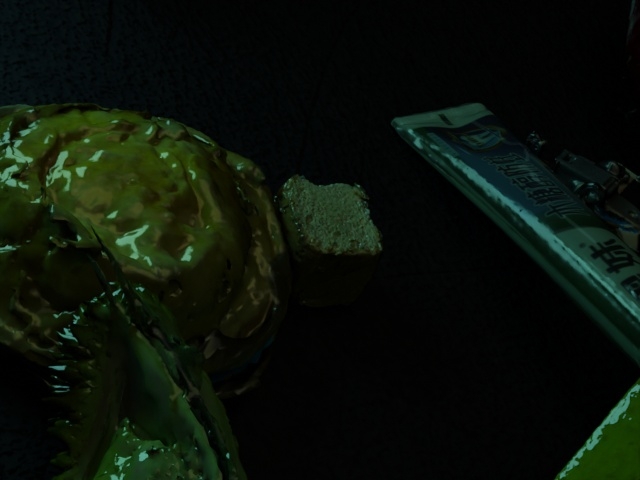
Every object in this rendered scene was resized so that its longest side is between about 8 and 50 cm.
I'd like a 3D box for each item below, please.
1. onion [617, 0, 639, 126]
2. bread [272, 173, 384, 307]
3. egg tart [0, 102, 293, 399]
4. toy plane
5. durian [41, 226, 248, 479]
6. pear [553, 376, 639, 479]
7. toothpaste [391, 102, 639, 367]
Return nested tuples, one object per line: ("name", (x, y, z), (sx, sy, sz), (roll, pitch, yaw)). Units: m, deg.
("onion", (0.445, -0.169, 1.644), (0.314, 0.232, 0.314), (11, 62, -23))
("bread", (-0.002, 0.001, 1.311), (0.076, 0.070, 0.083), (3, 48, -31))
("egg tart", (-0.141, -0.008, 1.200), (0.290, 0.107, 0.291), (15, 45, -16))
("toy plane", (0.215, -0.057, 1.516), (0.188, 0.062, 0.135), (43, 42, 12))
("durian", (-0.064, 0.179, 1.015), (0.158, 0.169, 0.352), (1, 50, -32))
("pear", (0.260, 0.181, 1.142), (0.176, 0.282, 0.286), (37, 40, 18))
("toothpaste", (0.197, -0.004, 1.405), (0.098, 0.061, 0.392), (-13, 43, -29))
